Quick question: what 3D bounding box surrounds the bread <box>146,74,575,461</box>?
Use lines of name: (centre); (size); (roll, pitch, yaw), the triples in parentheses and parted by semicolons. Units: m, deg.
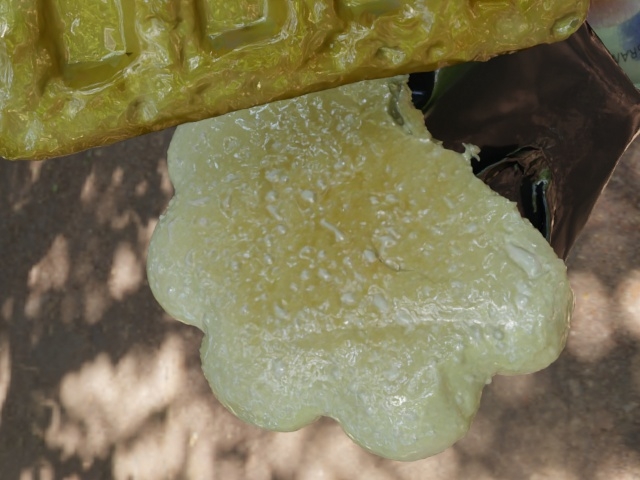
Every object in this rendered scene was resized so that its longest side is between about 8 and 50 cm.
bread: (0.000, 0.000, 0.500); (0.182, 0.039, 0.251); (-34, 59, -2)

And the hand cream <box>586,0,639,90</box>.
hand cream: (0.197, -0.264, 0.731); (0.078, 0.124, 0.341); (176, 82, -75)

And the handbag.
handbag: (0.116, -0.066, 0.637); (0.088, 0.254, 0.211); (30, 86, 50)

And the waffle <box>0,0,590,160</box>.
waffle: (-0.019, -0.139, 0.391); (0.057, 0.274, 0.168); (-121, 20, -55)
